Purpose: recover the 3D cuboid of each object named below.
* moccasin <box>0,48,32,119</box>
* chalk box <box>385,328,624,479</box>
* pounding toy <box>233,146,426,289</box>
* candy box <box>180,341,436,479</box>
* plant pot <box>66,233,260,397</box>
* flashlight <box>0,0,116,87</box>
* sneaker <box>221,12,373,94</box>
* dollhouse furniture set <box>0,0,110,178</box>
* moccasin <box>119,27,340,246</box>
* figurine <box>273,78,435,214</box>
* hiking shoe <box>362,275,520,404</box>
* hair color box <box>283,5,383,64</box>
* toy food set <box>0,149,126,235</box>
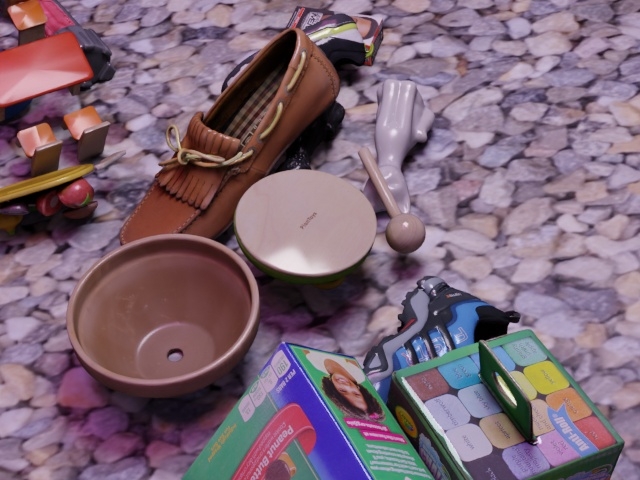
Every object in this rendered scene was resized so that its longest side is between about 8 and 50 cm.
[{"bbox_3d":[-0.605,-0.208,2.024,0.342,0.137,0.117,-10,42,-22],"label":"moccasin"},{"bbox_3d":[0.179,0.222,1.406,0.179,0.289,0.180,-15,49,-23],"label":"chalk box"},{"bbox_3d":[0.000,0.000,1.774,0.237,0.110,0.183,-20,54,-23],"label":"pounding toy"},{"bbox_3d":[-0.003,0.308,1.356,0.122,0.268,0.317,13,31,-44],"label":"candy box"},{"bbox_3d":[-0.188,0.113,1.683,0.237,0.109,0.237,-3,49,4],"label":"plant pot"},{"bbox_3d":[-0.440,-0.355,2.134,0.103,0.103,0.304,-28,50,-19],"label":"flashlight"},{"bbox_3d":[-0.033,-0.249,2.005,0.235,0.084,0.097,-28,86,4],"label":"sneaker"},{"bbox_3d":[-0.452,-0.225,1.910,0.259,0.135,0.262,-23,77,-24],"label":"dollhouse furniture set"},{"bbox_3d":[-0.132,-0.124,1.815,0.380,0.147,0.139,-44,50,0],"label":"moccasin"},{"bbox_3d":[0.041,-0.122,1.893,0.215,0.092,0.209,5,58,11],"label":"figurine"},{"bbox_3d":[0.126,0.165,1.598,0.132,0.113,0.304,16,52,21],"label":"hiking shoe"},{"bbox_3d":[0.020,-0.316,2.086,0.141,0.043,0.072,10,50,14],"label":"hair color box"},{"bbox_3d":[-0.370,-0.053,1.867,0.218,0.071,0.128,-16,11,4],"label":"toy food set"}]
